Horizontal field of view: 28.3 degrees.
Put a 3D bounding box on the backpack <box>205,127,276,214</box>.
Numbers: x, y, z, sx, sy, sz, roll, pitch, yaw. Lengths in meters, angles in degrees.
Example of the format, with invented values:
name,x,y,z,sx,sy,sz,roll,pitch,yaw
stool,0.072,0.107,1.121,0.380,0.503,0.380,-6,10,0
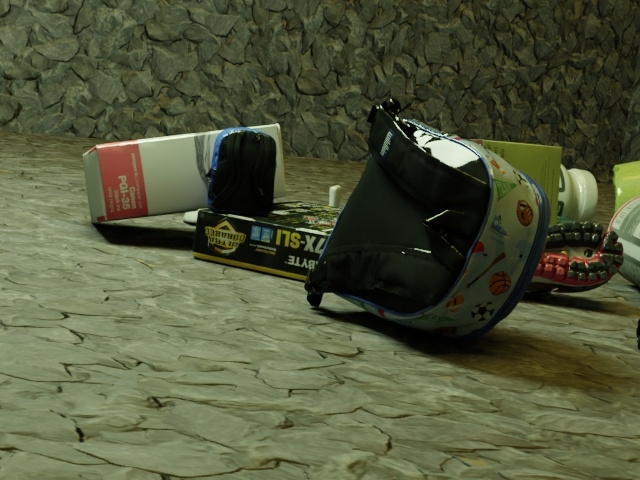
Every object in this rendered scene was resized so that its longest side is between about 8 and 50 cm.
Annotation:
name,x,y,z,sx,sy,sz,roll,pitch,yaw
backpack,-0.118,-0.105,1.838,0.098,0.120,0.101,3,9,-18

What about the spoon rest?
name,x,y,z,sx,sy,sz,roll,pitch,yaw
spoon rest,-0.101,-0.044,2.184,0.276,0.084,0.137,-5,4,11

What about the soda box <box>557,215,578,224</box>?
name,x,y,z,sx,sy,sz,roll,pitch,yaw
soda box,0.415,-0.017,2.420,0.067,0.071,0.210,4,9,-20

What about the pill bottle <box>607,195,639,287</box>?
name,x,y,z,sx,sy,sz,roll,pitch,yaw
pill bottle,0.566,0.019,1.991,0.161,0.161,0.283,7,8,-6

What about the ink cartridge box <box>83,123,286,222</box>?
name,x,y,z,sx,sy,sz,roll,pitch,yaw
ink cartridge box,-0.213,-0.102,1.973,0.283,0.117,0.207,-8,1,-16

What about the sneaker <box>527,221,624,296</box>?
name,x,y,z,sx,sy,sz,roll,pitch,yaw
sneaker,0.288,0.035,1.874,0.299,0.121,0.112,7,-21,1

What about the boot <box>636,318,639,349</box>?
name,x,y,z,sx,sy,sz,roll,pitch,yaw
boot,0.461,0.105,1.621,0.137,0.077,0.198,3,7,4

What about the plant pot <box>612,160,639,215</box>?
name,x,y,z,sx,sy,sz,roll,pitch,yaw
plant pot,0.709,-0.067,2.505,0.254,0.276,0.276,-2,6,12

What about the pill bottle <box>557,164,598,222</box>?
name,x,y,z,sx,sy,sz,roll,pitch,yaw
pill bottle,0.437,-0.098,2.706,0.278,0.162,0.162,6,8,-18

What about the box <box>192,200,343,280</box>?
name,x,y,z,sx,sy,sz,roll,pitch,yaw
box,0.000,0.000,1.903,0.257,0.079,0.322,13,10,25

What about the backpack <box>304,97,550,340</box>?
name,x,y,z,sx,sy,sz,roll,pitch,yaw
backpack,0.143,-0.002,1.506,0.213,0.276,0.263,18,6,-27

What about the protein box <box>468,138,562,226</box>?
name,x,y,z,sx,sy,sz,roll,pitch,yaw
protein box,0.301,-0.074,2.227,0.201,0.199,0.136,1,4,-39
